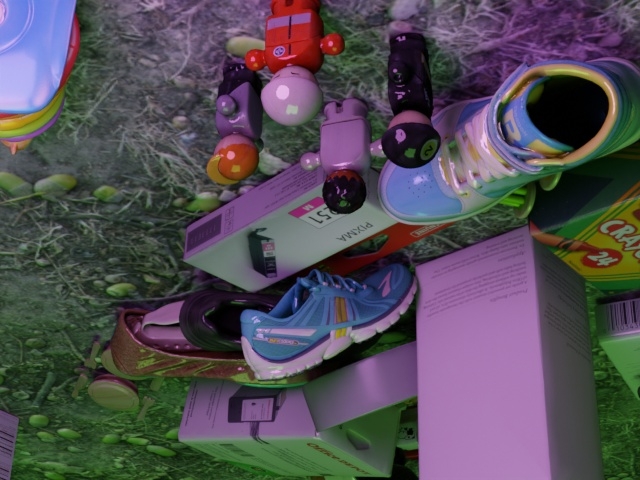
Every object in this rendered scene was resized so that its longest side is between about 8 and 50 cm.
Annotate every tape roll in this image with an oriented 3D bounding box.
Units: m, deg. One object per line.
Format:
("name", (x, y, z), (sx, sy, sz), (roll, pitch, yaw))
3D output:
("tape roll", (0.086, 0.202, 1.746), (0.219, 0.072, 0.219), (-21, 172, -3))

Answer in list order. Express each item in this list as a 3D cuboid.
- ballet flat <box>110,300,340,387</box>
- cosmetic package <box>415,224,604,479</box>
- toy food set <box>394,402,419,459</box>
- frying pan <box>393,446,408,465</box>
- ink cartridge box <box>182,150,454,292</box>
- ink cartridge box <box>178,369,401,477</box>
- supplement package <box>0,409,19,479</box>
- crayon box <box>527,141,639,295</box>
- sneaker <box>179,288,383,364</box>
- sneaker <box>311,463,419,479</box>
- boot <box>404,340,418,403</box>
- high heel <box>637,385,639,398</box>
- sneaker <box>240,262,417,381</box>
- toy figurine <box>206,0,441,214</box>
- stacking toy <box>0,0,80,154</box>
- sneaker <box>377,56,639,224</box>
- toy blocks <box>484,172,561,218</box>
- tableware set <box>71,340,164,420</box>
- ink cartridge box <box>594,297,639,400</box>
("ballet flat", (-0.141, 0.141, 1.803), (0.342, 0.116, 0.124), (3, 131, 4))
("cosmetic package", (0.238, 0.189, 1.590), (0.197, 0.366, 0.155), (-21, 143, 34))
("toy food set", (0.147, 0.300, 2.043), (0.232, 0.105, 0.111), (-17, 153, 31))
("frying pan", (-0.001, 0.385, 2.243), (0.326, 0.053, 0.197), (1, 150, 0))
("ink cartridge box", (0.000, 0.000, 1.581), (0.239, 0.060, 0.275), (28, 141, -35))
("ink cartridge box", (-0.047, 0.294, 1.974), (0.289, 0.122, 0.211), (-7, 151, 37))
("supplement package", (-0.656, 0.400, 2.147), (0.194, 0.203, 0.149), (-18, 144, 31))
("crayon box", (0.431, -0.046, 1.464), (0.318, 0.081, 0.202), (-22, 142, 33))
("sneaker", (-0.045, 0.121, 1.690), (0.286, 0.109, 0.130), (1, 177, -15))
("sneaker", (0.092, 0.456, 2.243), (0.123, 0.106, 0.290), (-19, 136, 32))
("boot", (0.137, 0.215, 1.933), (0.152, 0.073, 0.197), (-8, 146, 24))
("high heel", (0.557, 0.276, 1.916), (0.186, 0.093, 0.261), (18, 161, 4))
("sneaker", (0.015, 0.086, 1.607), (0.275, 0.110, 0.107), (-26, -169, -32))
("toy figurine", (0.002, -0.127, 1.272), (0.213, 0.148, 0.209), (17, 146, -25))
("stacking toy", (-0.320, -0.160, 1.252), (0.165, 0.175, 0.302), (7, 161, -4))
("sneaker", (0.173, -0.101, 1.254), (0.319, 0.127, 0.208), (-26, 175, 22))
("toy blocks", (0.190, -0.080, 1.439), (0.148, 0.054, 0.123), (11, 148, -16))
("tableware set", (-0.317, 0.214, 1.980), (0.128, 0.039, 0.194), (21, 140, -9))
("ink cartridge box", (0.603, 0.154, 1.814), (0.324, 0.071, 0.330), (-12, 151, 22))
